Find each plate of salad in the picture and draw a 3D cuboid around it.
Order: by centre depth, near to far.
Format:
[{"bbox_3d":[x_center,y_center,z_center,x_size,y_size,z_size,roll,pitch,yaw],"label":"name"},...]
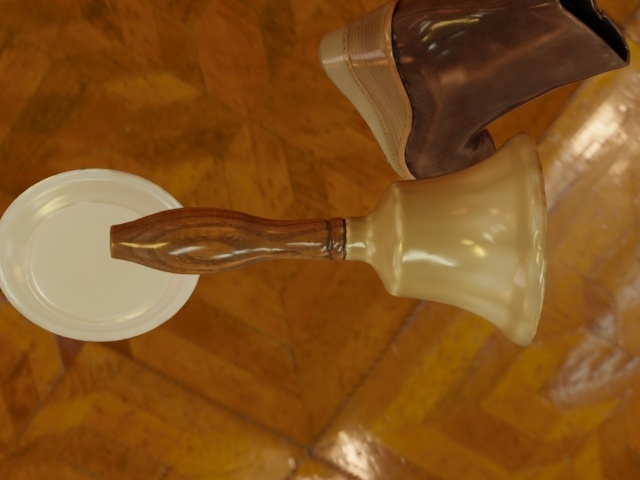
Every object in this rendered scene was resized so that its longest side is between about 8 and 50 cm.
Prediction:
[{"bbox_3d":[-0.215,0.012,1.488,0.200,0.048,0.199,-3,124,-4],"label":"plate of salad"}]

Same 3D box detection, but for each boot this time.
[{"bbox_3d":[0.140,-0.112,1.183,0.207,0.090,0.248,-8,154,30],"label":"boot"}]

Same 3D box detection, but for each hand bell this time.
[{"bbox_3d":[0.000,0.000,0.896,0.242,0.126,0.126,0,113,-3],"label":"hand bell"}]
